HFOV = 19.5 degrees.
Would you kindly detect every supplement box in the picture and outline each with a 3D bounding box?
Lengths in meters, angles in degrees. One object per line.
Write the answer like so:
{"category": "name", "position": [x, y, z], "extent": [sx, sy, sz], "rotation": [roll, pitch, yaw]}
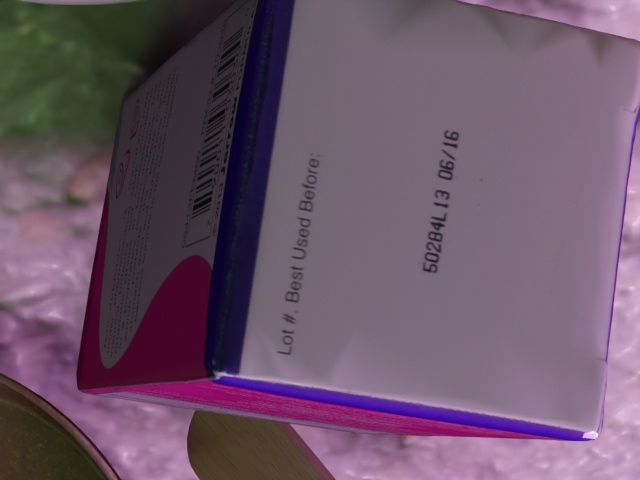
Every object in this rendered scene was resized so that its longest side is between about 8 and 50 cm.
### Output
{"category": "supplement box", "position": [0.000, 0.000, 0.580], "extent": [0.114, 0.111, 0.220], "rotation": [11, 172, -17]}

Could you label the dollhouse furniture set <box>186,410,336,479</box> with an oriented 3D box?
{"category": "dollhouse furniture set", "position": [0.032, 0.206, 0.899], "extent": [0.356, 0.174, 0.303], "rotation": [7, 125, -52]}

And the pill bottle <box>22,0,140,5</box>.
{"category": "pill bottle", "position": [-0.060, -0.202, 0.438], "extent": [0.153, 0.153, 0.264], "rotation": [-1, 132, -5]}

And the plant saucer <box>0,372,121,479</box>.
{"category": "plant saucer", "position": [-0.143, 0.136, 0.762], "extent": [0.199, 0.036, 0.198], "rotation": [7, 107, 23]}
